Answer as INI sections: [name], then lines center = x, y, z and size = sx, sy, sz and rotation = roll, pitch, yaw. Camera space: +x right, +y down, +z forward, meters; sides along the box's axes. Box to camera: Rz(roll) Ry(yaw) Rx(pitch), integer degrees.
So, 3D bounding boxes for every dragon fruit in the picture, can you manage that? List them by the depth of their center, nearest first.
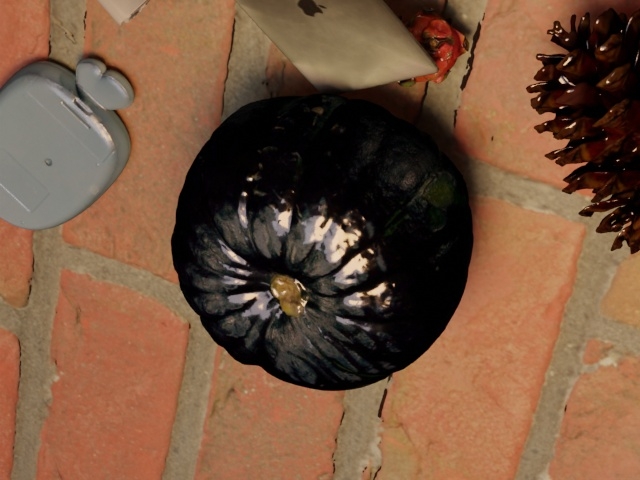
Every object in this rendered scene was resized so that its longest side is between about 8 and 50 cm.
[dragon fruit]
center = 0.112, -0.216, 1.892
size = 0.116, 0.081, 0.086
rotation = -34, 77, 55

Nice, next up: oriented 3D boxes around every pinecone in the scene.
[pinecone]
center = 0.348, -0.125, 1.773
size = 0.292, 0.246, 0.246
rotation = 52, 125, 7

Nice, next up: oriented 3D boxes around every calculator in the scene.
[calculator]
center = -0.349, -0.126, 2.151
size = 0.188, 0.042, 0.302
rotation = 44, 128, -5

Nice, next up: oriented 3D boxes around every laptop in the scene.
[laptop]
center = -0.010, -0.260, 1.821
size = 0.187, 0.015, 0.269
rotation = -6, 137, 45

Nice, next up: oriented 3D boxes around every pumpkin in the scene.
[pumpkin]
center = 0.000, 0.000, 1.943
size = 0.363, 0.266, 0.363
rotation = 14, 129, 19

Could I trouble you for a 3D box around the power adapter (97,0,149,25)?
[power adapter]
center = -0.240, -0.402, 1.902
size = 0.187, 0.124, 0.255
rotation = -36, 100, 32
